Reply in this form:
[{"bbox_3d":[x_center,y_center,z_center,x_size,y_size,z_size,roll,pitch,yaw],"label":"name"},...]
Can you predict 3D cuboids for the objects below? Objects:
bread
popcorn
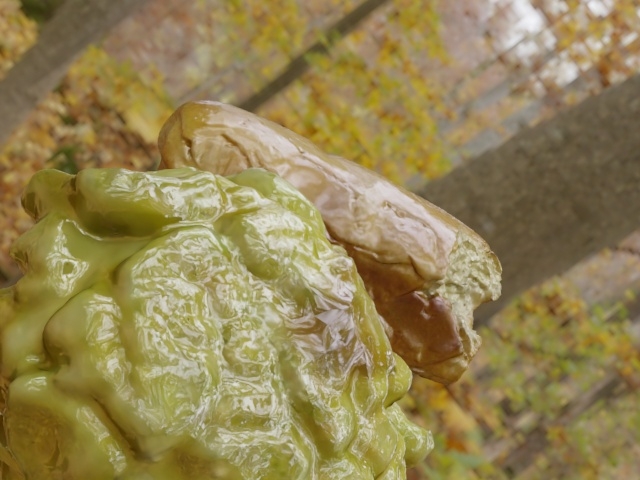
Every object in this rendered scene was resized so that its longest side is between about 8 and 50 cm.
[{"bbox_3d":[0.002,-0.006,1.369,0.344,0.148,0.195,25,8,-9],"label":"bread"},{"bbox_3d":[-0.055,0.065,0.721,0.181,0.217,0.235,-24,-92,63],"label":"popcorn"}]
